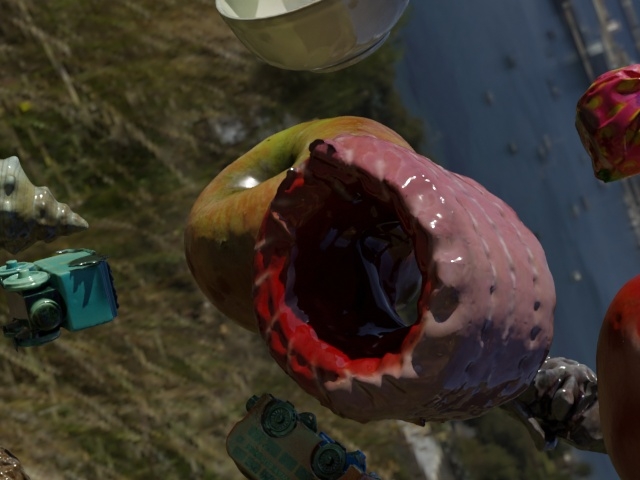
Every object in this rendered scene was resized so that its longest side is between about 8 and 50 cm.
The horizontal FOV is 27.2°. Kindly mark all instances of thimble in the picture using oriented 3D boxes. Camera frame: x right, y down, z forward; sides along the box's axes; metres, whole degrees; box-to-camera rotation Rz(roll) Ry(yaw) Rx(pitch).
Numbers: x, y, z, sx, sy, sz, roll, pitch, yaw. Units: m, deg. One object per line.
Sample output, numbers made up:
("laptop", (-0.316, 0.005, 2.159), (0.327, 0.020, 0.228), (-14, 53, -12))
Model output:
("thimble", (0.051, 0.032, 0.860), (0.125, 0.163, 0.189), (13, 32, -48))

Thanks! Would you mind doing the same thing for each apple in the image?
("apple", (0.000, 0.000, 1.581), (0.250, 0.309, 0.277), (62, -11, -23))

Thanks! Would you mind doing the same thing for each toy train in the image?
("toy train", (-0.383, 0.079, 1.903), (0.203, 0.163, 0.112), (17, -61, 64))
("toy train", (-0.022, 0.250, 1.495), (0.188, 0.099, 0.072), (35, 1, 30))

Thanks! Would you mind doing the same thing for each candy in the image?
("candy", (0.394, -0.179, 1.330), (0.124, 0.365, 0.124), (13, 60, -24))

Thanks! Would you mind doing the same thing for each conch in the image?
("conch", (-0.350, -0.013, 1.302), (0.137, 0.234, 0.114), (-121, -158, -55))

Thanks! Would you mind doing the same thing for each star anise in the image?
("star anise", (0.327, 0.230, 1.912), (0.316, 0.139, 0.359), (27, 1, -30))

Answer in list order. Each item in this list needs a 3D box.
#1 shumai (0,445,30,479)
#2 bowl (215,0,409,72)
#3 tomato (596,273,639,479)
("shumai", (-0.473, 0.373, 1.766), (0.206, 0.166, 0.175), (39, 6, -3))
("bowl", (0.008, -0.325, 1.803), (0.277, 0.277, 0.145), (-85, 150, -53))
("tomato", (0.382, 0.132, 1.199), (0.226, 0.298, 0.299), (47, 29, -41))
